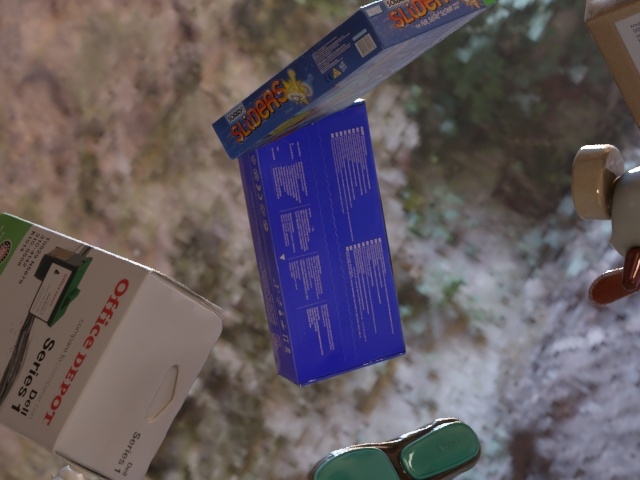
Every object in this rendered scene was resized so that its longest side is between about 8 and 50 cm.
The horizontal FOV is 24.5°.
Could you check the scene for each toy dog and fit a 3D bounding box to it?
[{"bbox_3d":[0.386,0.028,1.622,0.220,0.334,0.161,-6,58,48],"label":"toy dog"}]

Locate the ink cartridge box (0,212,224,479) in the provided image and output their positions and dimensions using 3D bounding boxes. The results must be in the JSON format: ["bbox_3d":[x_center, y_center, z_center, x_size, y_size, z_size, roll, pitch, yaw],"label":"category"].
[{"bbox_3d":[-0.204,0.083,1.182,0.219,0.092,0.160,16,75,45],"label":"ink cartridge box"}]

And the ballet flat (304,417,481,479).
[{"bbox_3d":[0.061,0.222,1.375,0.213,0.072,0.068,-13,-21,-39],"label":"ballet flat"}]

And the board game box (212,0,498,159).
[{"bbox_3d":[0.024,-0.133,1.110,0.136,0.035,0.201,-28,-2,-41],"label":"board game box"}]

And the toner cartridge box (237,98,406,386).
[{"bbox_3d":[0.000,0.000,1.928,0.075,0.165,0.347,16,118,63],"label":"toner cartridge box"}]

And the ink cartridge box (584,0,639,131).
[{"bbox_3d":[0.408,-0.200,1.464,0.235,0.193,0.088,-22,26,25],"label":"ink cartridge box"}]

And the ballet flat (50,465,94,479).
[{"bbox_3d":[-0.260,0.290,1.065,0.409,0.147,0.147,-42,10,25],"label":"ballet flat"}]
